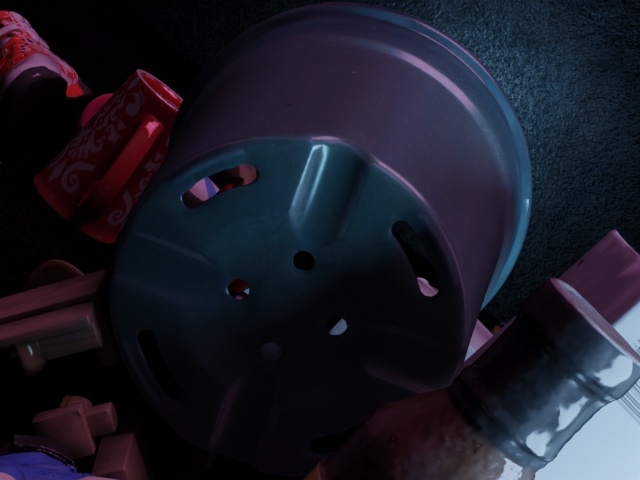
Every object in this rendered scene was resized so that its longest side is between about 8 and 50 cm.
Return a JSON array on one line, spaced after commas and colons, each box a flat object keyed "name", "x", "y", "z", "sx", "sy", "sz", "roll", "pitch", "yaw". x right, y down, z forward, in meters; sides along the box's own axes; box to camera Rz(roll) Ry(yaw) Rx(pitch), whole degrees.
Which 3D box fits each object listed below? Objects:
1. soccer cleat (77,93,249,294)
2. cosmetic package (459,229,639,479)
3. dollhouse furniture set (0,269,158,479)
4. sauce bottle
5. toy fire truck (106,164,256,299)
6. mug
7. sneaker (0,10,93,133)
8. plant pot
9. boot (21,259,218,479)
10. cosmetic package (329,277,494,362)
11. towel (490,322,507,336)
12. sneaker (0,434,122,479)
[{"name": "soccer cleat", "x": -0.177, "y": -0.040, "z": 1.567, "sx": 0.331, "sy": 0.116, "sz": 0.143, "roll": 47, "pitch": -5, "yaw": 19}, {"name": "cosmetic package", "x": 0.105, "y": 0.162, "z": 0.883, "sx": 0.097, "sy": 0.377, "sz": 0.284, "roll": 46, "pitch": 10, "yaw": -2}, {"name": "dollhouse furniture set", "x": -0.200, "y": 0.126, "z": 0.918, "sx": 0.144, "sy": 0.123, "sz": 0.151, "roll": -100, "pitch": 175, "yaw": -75}, {"name": "sauce bottle", "x": 0.030, "y": 0.165, "z": 0.690, "sx": 0.111, "sy": 0.344, "sz": 0.111, "roll": 40, "pitch": 12, "yaw": -10}, {"name": "toy fire truck", "x": -0.102, "y": -0.030, "z": 1.332, "sx": 0.158, "sy": 0.246, "sz": 0.217, "roll": 42, "pitch": 10, "yaw": 1}, {"name": "mug", "x": -0.210, "y": -0.085, "z": 1.392, "sx": 0.113, "sy": 0.169, "sz": 0.150, "roll": 33, "pitch": 12, "yaw": -44}, {"name": "sneaker", "x": -0.372, "y": -0.209, "z": 1.545, "sx": 0.145, "sy": 0.090, "sz": 0.270, "roll": 45, "pitch": 5, "yaw": 0}, {"name": "plant pot", "x": 0.000, "y": 0.000, "z": 1.021, "sx": 0.341, "sy": 0.341, "sz": 0.334, "roll": 40, "pitch": 18, "yaw": -5}, {"name": "boot", "x": -0.146, "y": 0.105, "z": 1.071, "sx": 0.213, "sy": 0.077, "sz": 0.165, "roll": 48, "pitch": 11, "yaw": 11}, {"name": "cosmetic package", "x": 0.204, "y": 0.224, "z": 1.682, "sx": 0.385, "sy": 0.156, "sz": 0.217, "roll": 46, "pitch": 11, "yaw": 34}, {"name": "towel", "x": 0.382, "y": 0.287, "z": 1.753, "sx": 0.370, "sy": 0.040, "sz": 0.271, "roll": 63, "pitch": -18, "yaw": -16}, {"name": "sneaker", "x": -0.146, "y": 0.157, "z": 0.778, "sx": 0.152, "sy": 0.058, "sz": 0.084, "roll": 6, "pitch": 12, "yaw": -5}]
